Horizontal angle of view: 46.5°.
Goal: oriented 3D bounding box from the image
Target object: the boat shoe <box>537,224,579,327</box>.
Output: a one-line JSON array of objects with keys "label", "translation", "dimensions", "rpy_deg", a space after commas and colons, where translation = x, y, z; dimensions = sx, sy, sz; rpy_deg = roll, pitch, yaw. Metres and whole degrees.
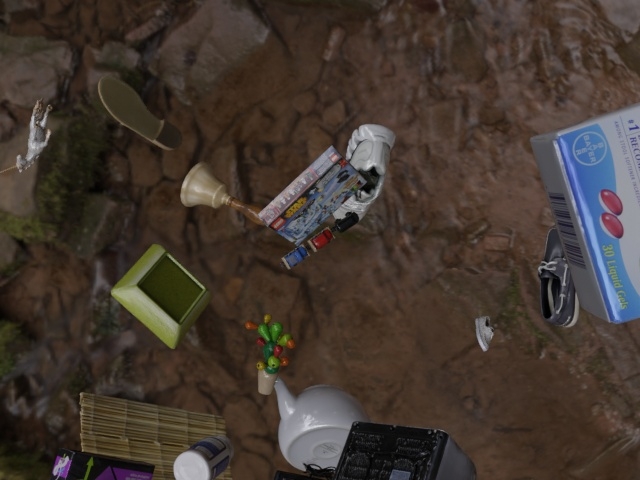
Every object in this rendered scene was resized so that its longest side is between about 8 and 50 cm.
[{"label": "boat shoe", "translation": [0.459, 0.064, 1.452], "dimensions": [0.075, 0.065, 0.206], "rpy_deg": [-20, 66, 59]}]

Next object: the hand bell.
[{"label": "hand bell", "translation": [-0.215, -0.092, 1.855], "dimensions": [0.242, 0.126, 0.126], "rpy_deg": [28, 103, 20]}]

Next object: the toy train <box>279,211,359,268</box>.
[{"label": "toy train", "translation": [0.000, 0.000, 1.268], "dimensions": [0.158, 0.036, 0.027], "rpy_deg": [-34, 104, -9]}]

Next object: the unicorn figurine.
[{"label": "unicorn figurine", "translation": [-0.604, -0.217, 1.578], "dimensions": [0.111, 0.060, 0.162], "rpy_deg": [-47, 25, 40]}]

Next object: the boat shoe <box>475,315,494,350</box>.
[{"label": "boat shoe", "translation": [0.372, 0.207, 1.676], "dimensions": [0.035, 0.100, 0.035], "rpy_deg": [-26, 116, 22]}]

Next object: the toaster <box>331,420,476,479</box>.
[{"label": "toaster", "translation": [0.100, 0.344, 0.988], "dimensions": [0.168, 0.110, 0.186], "rpy_deg": [-9, 48, 44]}]

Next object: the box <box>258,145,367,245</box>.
[{"label": "box", "translation": [-0.009, -0.059, 1.021], "dimensions": [0.137, 0.094, 0.027], "rpy_deg": [-42, 61, 7]}]

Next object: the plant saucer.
[{"label": "plant saucer", "translation": [-0.338, 0.112, 1.658], "dimensions": [0.188, 0.188, 0.045], "rpy_deg": [44, 131, -11]}]

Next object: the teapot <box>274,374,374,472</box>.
[{"label": "teapot", "translation": [0.013, 0.455, 1.892], "dimensions": [0.252, 0.256, 0.187], "rpy_deg": [-9, 41, 2]}]

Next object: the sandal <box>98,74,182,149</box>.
[{"label": "sandal", "translation": [-0.445, -0.291, 1.777], "dimensions": [0.079, 0.240, 0.088], "rpy_deg": [-6, 53, 51]}]

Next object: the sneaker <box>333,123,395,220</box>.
[{"label": "sneaker", "translation": [0.080, -0.113, 1.590], "dimensions": [0.292, 0.110, 0.118], "rpy_deg": [109, 165, -53]}]

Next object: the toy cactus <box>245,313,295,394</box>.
[{"label": "toy cactus", "translation": [-0.128, 0.285, 1.805], "dimensions": [0.219, 0.112, 0.181], "rpy_deg": [-139, 58, -68]}]

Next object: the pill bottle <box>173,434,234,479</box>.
[{"label": "pill bottle", "translation": [-0.194, 0.373, 1.269], "dimensions": [0.067, 0.120, 0.067], "rpy_deg": [1, 93, 17]}]

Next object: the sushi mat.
[{"label": "sushi mat", "translation": [-0.294, 0.369, 1.360], "dimensions": [0.019, 0.316, 0.151], "rpy_deg": [-37, 48, 33]}]

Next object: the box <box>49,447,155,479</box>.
[{"label": "box", "translation": [-0.245, 0.309, 0.782], "dimensions": [0.029, 0.116, 0.162], "rpy_deg": [3, 72, 37]}]

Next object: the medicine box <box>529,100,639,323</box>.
[{"label": "medicine box", "translation": [0.471, -0.062, 1.006], "dimensions": [0.289, 0.149, 0.264], "rpy_deg": [-18, 94, 4]}]

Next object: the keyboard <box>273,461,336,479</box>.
[{"label": "keyboard", "translation": [-0.010, 0.462, 1.379], "dimensions": [0.038, 0.192, 0.100], "rpy_deg": [-15, 60, 39]}]
